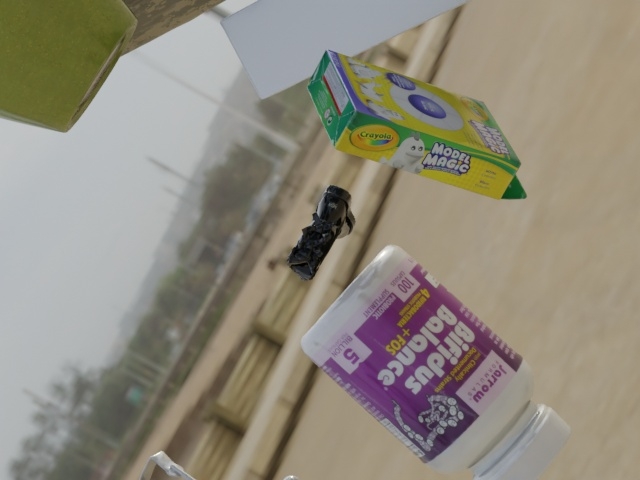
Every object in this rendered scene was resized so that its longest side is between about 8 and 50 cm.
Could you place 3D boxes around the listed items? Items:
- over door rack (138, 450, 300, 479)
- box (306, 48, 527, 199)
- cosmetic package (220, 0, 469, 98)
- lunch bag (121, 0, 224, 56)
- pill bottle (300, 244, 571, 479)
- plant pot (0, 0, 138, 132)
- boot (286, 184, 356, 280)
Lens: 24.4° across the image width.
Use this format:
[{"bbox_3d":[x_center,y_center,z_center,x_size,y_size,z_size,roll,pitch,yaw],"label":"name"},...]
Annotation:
[{"bbox_3d":[-0.134,0.315,1.551,0.239,0.324,0.108,-20,-57,-53],"label":"over door rack"},{"bbox_3d":[0.085,-0.090,1.200,0.043,0.179,0.105,-60,29,25],"label":"box"},{"bbox_3d":[0.129,-0.277,1.386,0.377,0.097,0.284,-20,10,42],"label":"cosmetic package"},{"bbox_3d":[-0.264,-0.417,1.983,0.305,0.256,0.212,-29,-12,7],"label":"lunch bag"},{"bbox_3d":[0.138,0.161,1.710,0.169,0.301,0.169,-48,-2,-2],"label":"pill bottle"},{"bbox_3d":[-0.338,-0.242,1.455,0.274,0.294,0.275,-57,6,10],"label":"plant pot"},{"bbox_3d":[0.000,0.000,1.669,0.121,0.045,0.099,89,-154,-69],"label":"boot"}]
